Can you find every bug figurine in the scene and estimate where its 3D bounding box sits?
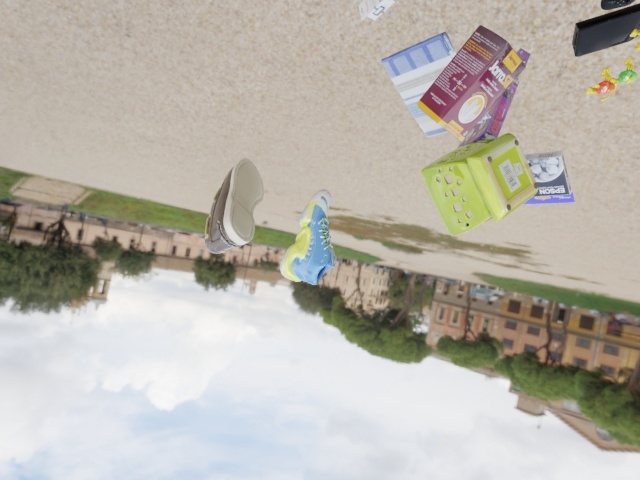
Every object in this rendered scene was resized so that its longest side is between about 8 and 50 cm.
[{"bbox_3d":[0.942,-0.546,1.514,0.216,0.279,0.072,-17,-124,-37],"label":"bug figurine"}]

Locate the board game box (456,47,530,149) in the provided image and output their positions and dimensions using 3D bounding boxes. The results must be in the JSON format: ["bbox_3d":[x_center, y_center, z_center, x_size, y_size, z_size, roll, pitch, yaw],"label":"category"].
[{"bbox_3d":[0.555,-0.433,1.639,0.056,0.347,0.208,31,160,-10],"label":"board game box"}]

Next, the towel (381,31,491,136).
[{"bbox_3d":[0.320,-0.420,1.395,0.209,0.034,0.285,-9,131,44],"label":"towel"}]

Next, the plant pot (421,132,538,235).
[{"bbox_3d":[0.468,-0.167,1.446,0.227,0.228,0.207,-30,-172,-28],"label":"plant pot"}]

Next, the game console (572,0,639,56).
[{"bbox_3d":[0.941,-0.762,1.621,0.213,0.044,0.361,-15,149,12],"label":"game console"}]

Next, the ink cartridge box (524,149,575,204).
[{"bbox_3d":[0.727,-0.195,1.694,0.206,0.045,0.208,0,130,43],"label":"ink cartridge box"}]

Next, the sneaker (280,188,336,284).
[{"bbox_3d":[0.000,0.000,1.240,0.126,0.240,0.091,25,-175,15],"label":"sneaker"}]

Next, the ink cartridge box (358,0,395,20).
[{"bbox_3d":[0.126,-0.534,1.133,0.028,0.048,0.083,7,157,-40],"label":"ink cartridge box"}]

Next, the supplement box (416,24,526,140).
[{"bbox_3d":[0.297,-0.307,0.997,0.104,0.188,0.081,16,-150,-47],"label":"supplement box"}]

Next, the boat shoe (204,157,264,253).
[{"bbox_3d":[-0.214,-0.092,1.252,0.096,0.325,0.117,-27,124,22],"label":"boat shoe"}]
